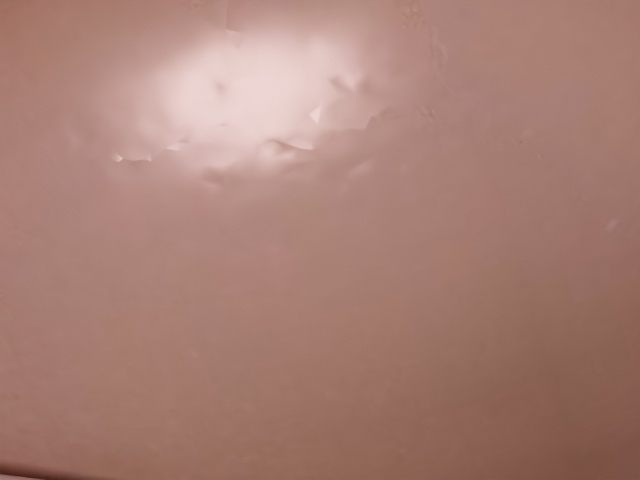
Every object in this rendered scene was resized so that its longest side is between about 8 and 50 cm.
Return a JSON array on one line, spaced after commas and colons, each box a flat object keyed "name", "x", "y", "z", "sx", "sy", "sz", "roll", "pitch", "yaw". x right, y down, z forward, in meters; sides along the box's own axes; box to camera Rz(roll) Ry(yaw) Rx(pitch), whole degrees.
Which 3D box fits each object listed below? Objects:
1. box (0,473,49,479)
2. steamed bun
[{"name": "box", "x": -0.023, "y": 0.129, "z": 0.464, "sx": 0.135, "sy": 0.269, "sz": 0.079, "roll": 95, "pitch": -178, "yaw": -47}, {"name": "steamed bun", "x": 0.000, "y": 0.000, "z": 0.538, "sx": 0.324, "sy": 0.324, "sz": 0.206, "roll": 95, "pitch": 170, "yaw": -49}]
